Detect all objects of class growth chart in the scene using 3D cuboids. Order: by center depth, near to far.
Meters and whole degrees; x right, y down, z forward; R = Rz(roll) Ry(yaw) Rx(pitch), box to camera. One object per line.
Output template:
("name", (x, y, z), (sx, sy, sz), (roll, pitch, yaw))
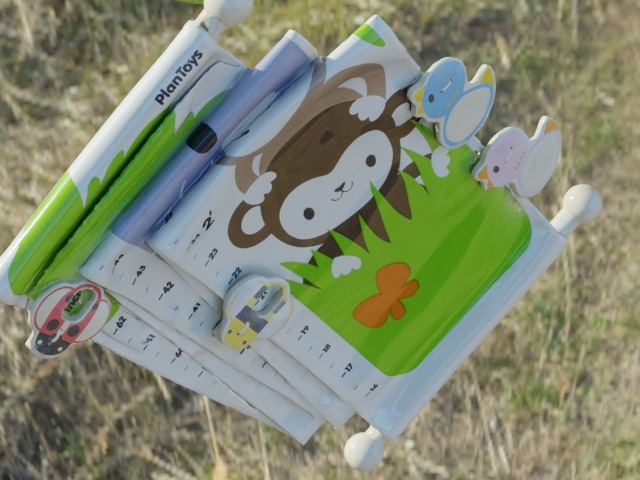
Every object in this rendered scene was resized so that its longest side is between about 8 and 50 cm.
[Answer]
("growth chart", (0.000, 0.000, 0.570), (0.172, 0.237, 0.021), (-54, 46, 9))

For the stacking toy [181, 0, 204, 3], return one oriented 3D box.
("stacking toy", (-0.139, -0.240, 0.672), (0.309, 0.279, 0.130), (10, 63, 47))
